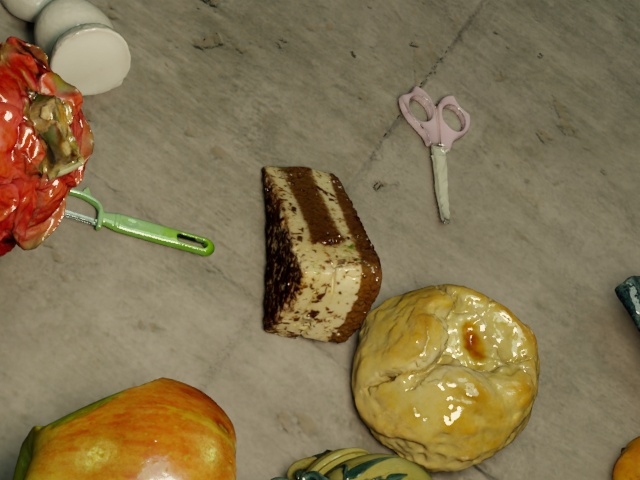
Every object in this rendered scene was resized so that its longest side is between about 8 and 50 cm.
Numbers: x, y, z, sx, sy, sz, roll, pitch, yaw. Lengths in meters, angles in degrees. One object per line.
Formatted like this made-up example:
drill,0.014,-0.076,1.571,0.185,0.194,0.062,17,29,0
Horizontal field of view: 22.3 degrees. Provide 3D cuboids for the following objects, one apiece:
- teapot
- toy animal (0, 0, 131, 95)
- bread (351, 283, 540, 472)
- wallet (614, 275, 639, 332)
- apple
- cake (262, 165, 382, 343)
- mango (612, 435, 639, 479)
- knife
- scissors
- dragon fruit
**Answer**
teapot,0.047,0.300,1.804,0.269,0.173,0.182,15,21,-46
toy animal,-0.312,-0.262,1.983,0.103,0.131,0.221,-31,49,-4
bread,0.158,0.157,1.941,0.244,0.134,0.244,13,55,-19
wallet,0.502,0.214,2.084,0.190,0.046,0.379,11,51,-60
apple,-0.200,0.256,1.640,0.226,0.246,0.246,8,59,-6
cake,0.002,-0.012,1.957,0.112,0.135,0.246,10,59,-20
mango,0.438,0.295,2.031,0.165,0.089,0.115,-1,62,-33
knife,-0.224,-0.024,1.926,0.212,0.015,0.054,17,49,-17
scissors,0.157,-0.111,2.160,0.110,0.021,0.212,12,58,-24
dragon fruit,-0.408,-0.097,1.716,0.342,0.277,0.277,-4,58,15
